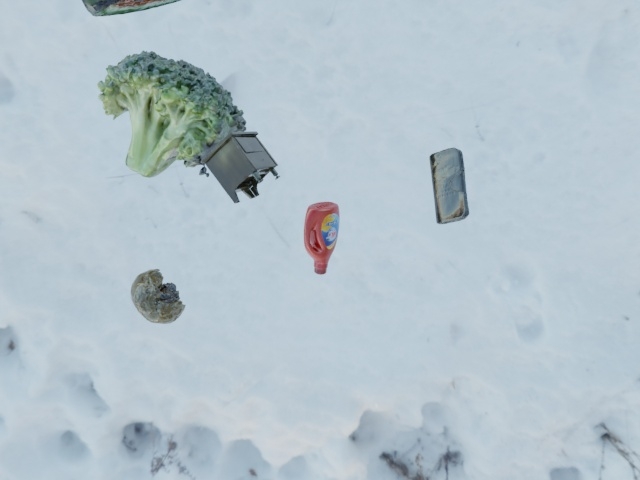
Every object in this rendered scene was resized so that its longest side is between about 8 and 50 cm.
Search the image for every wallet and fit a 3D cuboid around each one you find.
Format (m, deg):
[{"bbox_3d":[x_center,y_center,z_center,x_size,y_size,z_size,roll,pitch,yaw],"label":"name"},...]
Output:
[{"bbox_3d":[0.270,-0.115,1.173,0.082,0.018,0.156,-12,79,47],"label":"wallet"}]

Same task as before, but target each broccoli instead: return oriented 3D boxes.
[{"bbox_3d":[-0.346,-0.272,1.290,0.280,0.348,0.293,-56,49,19],"label":"broccoli"}]

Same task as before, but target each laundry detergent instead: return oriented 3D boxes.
[{"bbox_3d":[0.000,0.000,1.232,0.049,0.097,0.165,24,118,43],"label":"laundry detergent"}]

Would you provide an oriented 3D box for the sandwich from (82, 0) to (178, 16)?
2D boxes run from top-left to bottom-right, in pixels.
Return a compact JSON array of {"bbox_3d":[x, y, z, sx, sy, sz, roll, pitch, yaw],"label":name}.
[{"bbox_3d":[-0.133,-0.287,0.553,0.235,0.159,0.079,-28,116,-24],"label":"sandwich"}]

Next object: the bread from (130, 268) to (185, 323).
[{"bbox_3d":[-0.311,0.108,1.057,0.060,0.082,0.113,-36,93,34],"label":"bread"}]

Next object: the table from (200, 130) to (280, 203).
[{"bbox_3d":[-0.116,-0.113,0.853,0.070,0.083,0.082,-38,86,23],"label":"table"}]
